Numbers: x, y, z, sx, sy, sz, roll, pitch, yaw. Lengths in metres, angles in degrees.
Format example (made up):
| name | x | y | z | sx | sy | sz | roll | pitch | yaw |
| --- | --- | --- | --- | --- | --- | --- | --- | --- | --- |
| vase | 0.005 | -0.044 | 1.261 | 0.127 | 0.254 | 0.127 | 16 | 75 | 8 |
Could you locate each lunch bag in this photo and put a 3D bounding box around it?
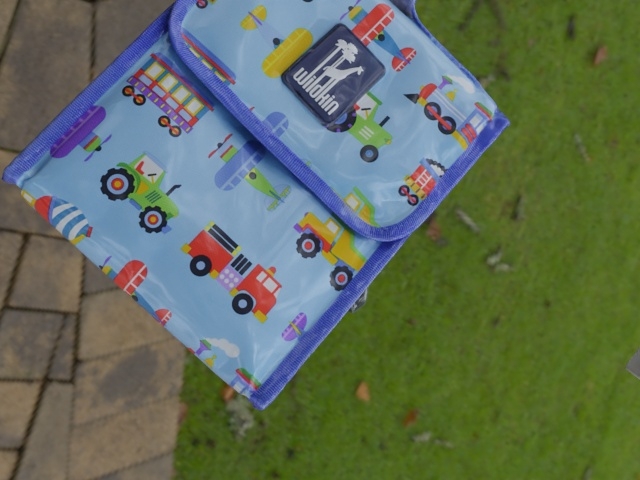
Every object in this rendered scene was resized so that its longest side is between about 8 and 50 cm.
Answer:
| name | x | y | z | sx | sy | sz | roll | pitch | yaw |
| --- | --- | --- | --- | --- | --- | --- | --- | --- | --- |
| lunch bag | -0.028 | -0.068 | 0.781 | 0.221 | 0.138 | 0.293 | 42 | 82 | -1 |

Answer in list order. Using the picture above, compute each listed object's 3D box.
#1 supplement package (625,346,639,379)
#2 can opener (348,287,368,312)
| name | x | y | z | sx | sy | sz | roll | pitch | yaw |
| --- | --- | --- | --- | --- | --- | --- | --- | --- | --- |
| supplement package | 0.459 | 0.127 | 1.036 | 0.198 | 0.263 | 0.199 | 35 | 93 | -13 |
| can opener | 0.000 | 0.000 | 1.506 | 0.093 | 0.074 | 0.280 | -36 | 142 | -19 |
